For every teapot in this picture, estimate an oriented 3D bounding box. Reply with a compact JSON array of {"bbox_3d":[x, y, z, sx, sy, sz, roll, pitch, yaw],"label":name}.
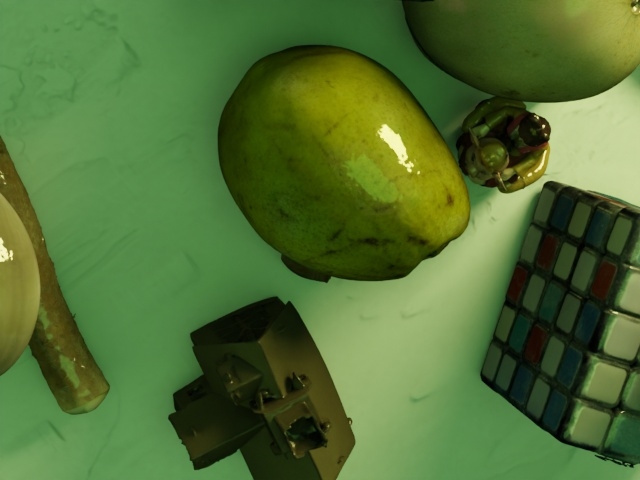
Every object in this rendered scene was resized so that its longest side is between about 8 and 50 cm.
[{"bbox_3d":[0.000,0.000,1.905,0.080,0.085,0.110,15,67,6],"label":"teapot"}]

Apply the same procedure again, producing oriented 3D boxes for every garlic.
[{"bbox_3d":[-0.447,0.046,1.714,0.279,0.132,0.325,24,111,6],"label":"garlic"}]

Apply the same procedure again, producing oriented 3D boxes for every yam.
[{"bbox_3d":[-0.340,0.046,1.808,0.081,0.081,0.357,-24,105,-9],"label":"yam"}]

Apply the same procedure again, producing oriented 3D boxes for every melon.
[{"bbox_3d":[0.237,-0.294,1.770,0.268,0.330,0.268,-13,112,-36],"label":"melon"}]

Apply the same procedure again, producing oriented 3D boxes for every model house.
[{"bbox_3d":[-0.068,0.208,1.820,0.204,0.243,0.211,-27,106,-8],"label":"model house"}]

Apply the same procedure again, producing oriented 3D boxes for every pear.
[{"bbox_3d":[0.024,-0.085,1.778,0.253,0.253,0.307,-44,86,-3],"label":"pear"}]

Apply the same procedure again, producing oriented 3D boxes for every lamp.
[{"bbox_3d":[0.218,-0.110,1.826,0.118,0.253,0.118,0,97,2],"label":"lamp"}]

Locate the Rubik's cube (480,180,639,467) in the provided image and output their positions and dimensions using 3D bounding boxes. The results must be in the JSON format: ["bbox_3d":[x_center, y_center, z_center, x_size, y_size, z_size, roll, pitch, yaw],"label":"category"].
[{"bbox_3d":[0.407,0.112,1.900,0.292,0.287,0.293,14,97,-17],"label":"Rubik's cube"}]
